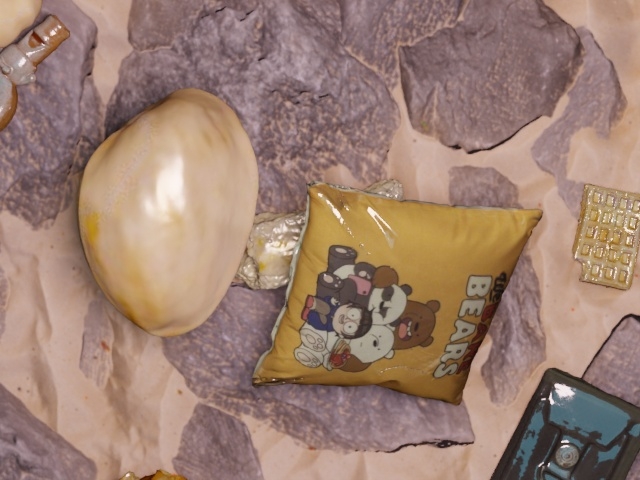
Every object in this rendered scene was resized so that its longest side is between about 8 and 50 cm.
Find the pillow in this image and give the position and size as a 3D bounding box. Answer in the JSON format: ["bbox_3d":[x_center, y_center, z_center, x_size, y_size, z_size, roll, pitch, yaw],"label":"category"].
[{"bbox_3d":[0.093,0.074,1.436,0.312,0.119,0.310,7,115,-20],"label":"pillow"}]

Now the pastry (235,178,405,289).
[{"bbox_3d":[0.001,-0.006,1.499,0.258,0.089,0.121,-10,85,-4],"label":"pastry"}]

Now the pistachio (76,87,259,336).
[{"bbox_3d":[-0.193,-0.039,1.425,0.230,0.230,0.309,4,98,-2],"label":"pistachio"}]

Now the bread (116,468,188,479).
[{"bbox_3d":[-0.279,0.437,1.478,0.344,0.149,0.195,-32,104,-1],"label":"bread"}]

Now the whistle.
[{"bbox_3d":[-0.422,-0.214,1.494,0.220,0.057,0.107,-44,79,-4],"label":"whistle"}]

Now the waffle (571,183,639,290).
[{"bbox_3d":[0.390,-0.004,1.539,0.092,0.021,0.135,12,91,-3],"label":"waffle"}]

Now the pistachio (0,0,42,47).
[{"bbox_3d":[-0.462,-0.377,1.406,0.193,0.214,0.318,-29,88,-1],"label":"pistachio"}]

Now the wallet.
[{"bbox_3d":[0.331,0.313,1.539,0.168,0.052,0.245,25,94,1],"label":"wallet"}]
